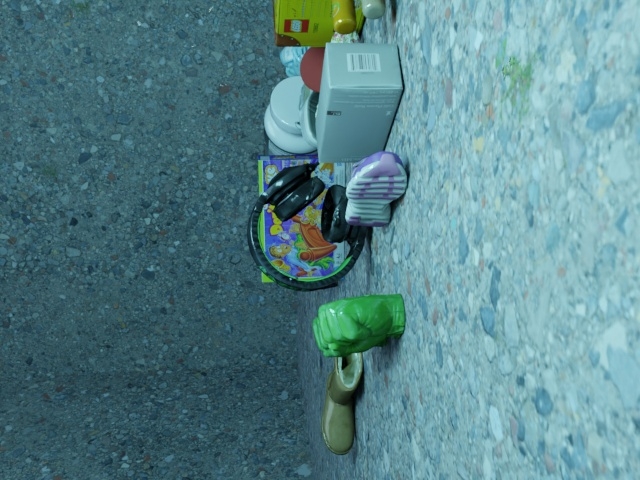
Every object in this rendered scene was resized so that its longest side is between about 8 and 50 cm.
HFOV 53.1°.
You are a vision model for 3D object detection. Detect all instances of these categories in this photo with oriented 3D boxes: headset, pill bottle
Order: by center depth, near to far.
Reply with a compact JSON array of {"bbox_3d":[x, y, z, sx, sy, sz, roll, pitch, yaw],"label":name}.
[{"bbox_3d":[0.004,-0.088,1.345,0.394,0.243,0.185,-68,9,-18],"label":"headset"},{"bbox_3d":[-0.070,-0.333,1.974,0.363,0.210,0.210,105,162,-69],"label":"pill bottle"}]

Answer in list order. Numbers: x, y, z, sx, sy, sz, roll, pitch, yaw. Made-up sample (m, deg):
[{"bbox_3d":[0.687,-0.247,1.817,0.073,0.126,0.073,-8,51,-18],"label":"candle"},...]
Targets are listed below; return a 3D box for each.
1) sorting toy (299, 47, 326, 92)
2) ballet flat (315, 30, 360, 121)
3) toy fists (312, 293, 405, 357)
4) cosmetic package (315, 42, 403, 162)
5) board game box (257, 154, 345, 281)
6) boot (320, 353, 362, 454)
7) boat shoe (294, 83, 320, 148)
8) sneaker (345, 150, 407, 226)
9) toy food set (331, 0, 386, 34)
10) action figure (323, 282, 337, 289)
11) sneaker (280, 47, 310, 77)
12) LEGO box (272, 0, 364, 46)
[{"bbox_3d":[0.032,-0.556,1.607,0.126,0.127,0.366,-21,-64,-65],"label":"sorting toy"},{"bbox_3d":[0.049,-0.339,1.398,0.077,0.091,0.241,-117,30,-48],"label":"ballet flat"},{"bbox_3d":[0.061,0.164,1.187,0.279,0.142,0.096,108,159,-74],"label":"toy fists"},{"bbox_3d":[0.061,-0.238,1.142,0.238,0.127,0.107,96,171,-63],"label":"cosmetic package"},{"bbox_3d":[-0.052,-0.061,1.776,0.078,0.233,0.347,-108,17,-71],"label":"board game box"},{"bbox_3d":[0.054,0.397,1.610,0.269,0.089,0.236,102,165,-61],"label":"boot"},{"bbox_3d":[-0.008,-0.344,1.682,0.103,0.118,0.320,-48,32,40],"label":"boat shoe"},{"bbox_3d":[0.090,-0.107,1.108,0.236,0.095,0.105,103,172,-71],"label":"sneaker"},{"bbox_3d":[0.074,-0.442,1.009,0.232,0.111,0.105,96,170,-68],"label":"toy food set"},{"bbox_3d":[0.000,0.000,1.966,0.185,0.099,0.285,78,-169,-70],"label":"action figure"},{"bbox_3d":[-0.046,-0.560,1.951,0.366,0.150,0.135,124,143,-80],"label":"sneaker"},{"bbox_3d":[0.002,-0.666,1.239,0.500,0.193,0.373,113,154,-76],"label":"LEGO box"}]
